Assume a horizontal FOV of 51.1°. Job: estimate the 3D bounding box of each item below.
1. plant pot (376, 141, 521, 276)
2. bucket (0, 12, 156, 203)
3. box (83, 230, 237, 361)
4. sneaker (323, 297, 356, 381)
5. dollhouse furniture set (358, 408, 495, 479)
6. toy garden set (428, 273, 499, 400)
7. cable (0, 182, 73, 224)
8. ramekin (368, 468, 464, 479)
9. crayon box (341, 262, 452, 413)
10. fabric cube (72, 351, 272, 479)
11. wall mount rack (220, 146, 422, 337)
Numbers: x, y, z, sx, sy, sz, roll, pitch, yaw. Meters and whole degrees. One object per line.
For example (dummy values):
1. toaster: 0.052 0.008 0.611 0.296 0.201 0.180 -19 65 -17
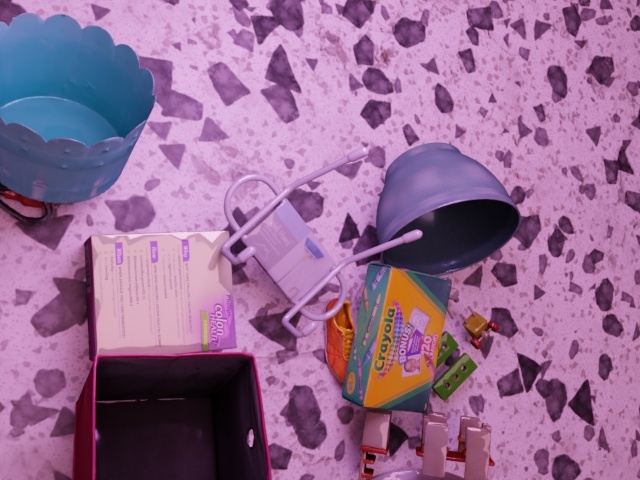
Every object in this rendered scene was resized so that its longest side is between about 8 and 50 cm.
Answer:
1. plant pot: 0.242 -0.078 1.398 0.293 0.293 0.196 2 56 -25
2. bucket: -0.422 -0.208 1.087 0.281 0.183 0.281 15 52 -20
3. box: -0.287 0.097 1.194 0.242 0.117 0.214 -3 85 -25
4. sneaker: 0.043 0.206 1.365 0.064 0.067 0.175 -11 90 -28
5. dollhouse furniture set: 0.212 0.420 1.333 0.259 0.262 0.135 5 82 9
6. toy garden set: 0.257 0.191 1.467 0.204 0.049 0.244 -43 100 -11
7. cable: -0.564 -0.096 1.134 0.287 0.072 0.140 0 90 -13
8. ramekin: 0.187 0.562 1.289 0.272 0.273 0.127 -12 101 -26
9. crayon box: 0.155 0.197 1.351 0.165 0.081 0.279 13 87 -32
10. fabric cube: -0.248 0.340 1.066 0.259 0.258 0.254 4 61 -25
11. wall mount rack: 0.000 0.000 1.222 0.304 0.130 0.350 -43 119 -11
